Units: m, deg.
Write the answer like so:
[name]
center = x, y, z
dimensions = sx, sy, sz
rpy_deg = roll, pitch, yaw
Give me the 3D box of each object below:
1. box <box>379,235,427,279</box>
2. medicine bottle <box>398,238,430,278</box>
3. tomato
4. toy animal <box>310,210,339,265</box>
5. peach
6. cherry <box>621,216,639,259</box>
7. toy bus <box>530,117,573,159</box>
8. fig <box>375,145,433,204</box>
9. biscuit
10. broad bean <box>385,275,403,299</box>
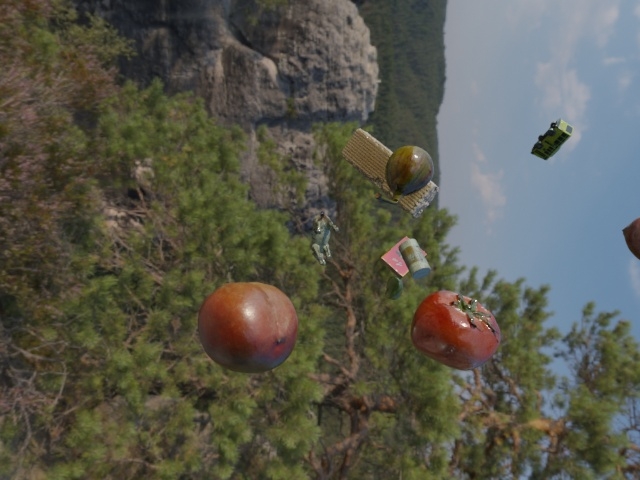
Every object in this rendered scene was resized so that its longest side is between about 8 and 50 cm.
[box]
center = 0.258, 0.052, 1.432
dimensions = 0.133, 0.090, 0.023
rpy_deg = -35, 158, -31
[medicine bottle]
center = 0.214, 0.042, 1.056
dimensions = 0.047, 0.047, 0.083
rpy_deg = 78, -6, -55
[tomato]
center = 0.523, 0.360, 1.794
dimensions = 0.341, 0.341, 0.273
rpy_deg = -61, 171, -68
[toy animal]
center = 0.002, 0.014, 1.754
dimensions = 0.170, 0.089, 0.255
rpy_deg = -104, -158, -47
[peach]
center = -0.177, 0.220, 1.163
dimensions = 0.252, 0.252, 0.253
rpy_deg = 3, 90, -80
[cherry]
center = 1.346, -0.008, 1.830
dimensions = 0.206, 0.239, 0.240
rpy_deg = -19, 112, -67
[toy bus]
center = 1.029, -0.445, 2.053
dimensions = 0.088, 0.101, 0.175
rpy_deg = -54, 175, -38
[fig]
center = 0.255, -0.185, 1.351
dimensions = 0.148, 0.142, 0.187
rpy_deg = 35, 60, -59
[biscuit]
center = 0.242, -0.252, 1.690
dimensions = 0.078, 0.426, 0.144
rpy_deg = 15, 115, -49
[broad bean]
center = 0.248, 0.159, 1.545
dimensions = 0.045, 0.063, 0.083
rpy_deg = 10, 96, -41
